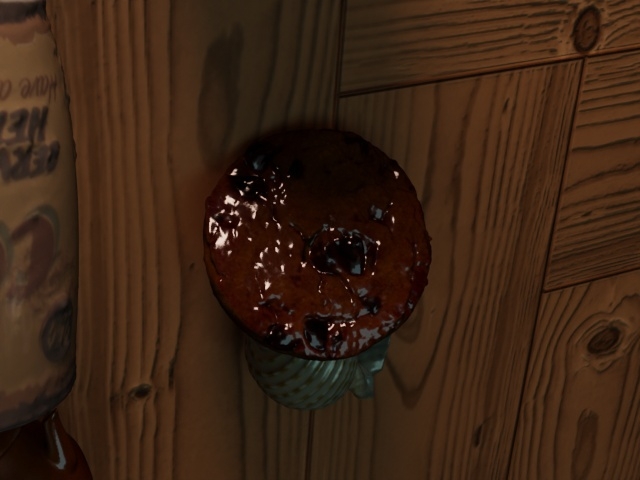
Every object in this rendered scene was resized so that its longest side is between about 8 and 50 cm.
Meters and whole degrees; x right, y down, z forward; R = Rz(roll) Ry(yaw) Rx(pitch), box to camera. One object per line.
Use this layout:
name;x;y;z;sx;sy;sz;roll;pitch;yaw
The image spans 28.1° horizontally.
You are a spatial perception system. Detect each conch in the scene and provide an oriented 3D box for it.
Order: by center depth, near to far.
conch;-0.002;0.076;1.073;0.135;0.102;0.153;-63;160;-3

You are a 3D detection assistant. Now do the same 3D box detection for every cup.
cup;-0.289;-0.044;0.780;0.301;0.227;0.257;8;104;-3

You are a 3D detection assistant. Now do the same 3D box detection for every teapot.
teapot;-0.248;0.184;0.998;0.173;0.116;0.116;-32;137;27

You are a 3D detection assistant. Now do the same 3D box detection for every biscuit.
biscuit;0.000;0.000;0.997;0.192;0.192;0.049;-12;168;-25
